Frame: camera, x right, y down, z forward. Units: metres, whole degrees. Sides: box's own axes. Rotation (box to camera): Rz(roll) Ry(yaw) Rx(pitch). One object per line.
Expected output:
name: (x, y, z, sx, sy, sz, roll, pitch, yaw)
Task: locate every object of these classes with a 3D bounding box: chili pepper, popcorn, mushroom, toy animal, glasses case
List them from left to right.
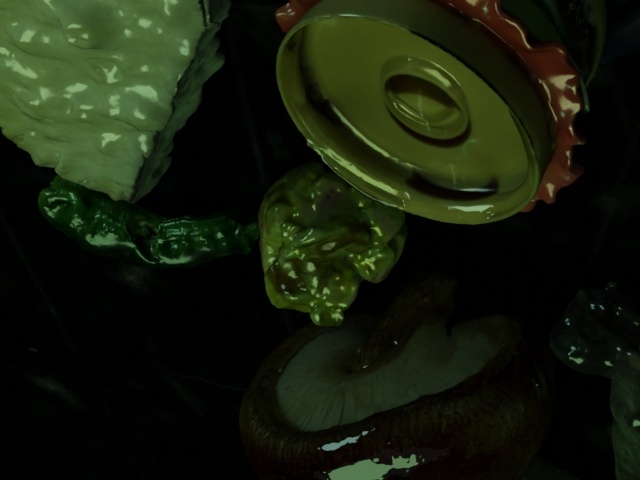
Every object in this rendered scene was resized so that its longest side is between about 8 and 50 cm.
chili pepper: (-0.119, -0.008, 1.158, 0.182, 0.050, 0.073, 8, 137, 21)
popcorn: (0.000, 0.000, 1.064, 0.097, 0.089, 0.109, 47, 146, -12)
mushroom: (0.055, 0.125, 1.099, 0.231, 0.194, 0.138, 6, 140, 50)
glasses case: (0.164, -0.116, 0.842, 0.033, 0.023, 0.083, 40, 145, -19)
toy animal: (0.251, 0.134, 1.068, 0.168, 0.106, 0.343, -6, 133, 41)

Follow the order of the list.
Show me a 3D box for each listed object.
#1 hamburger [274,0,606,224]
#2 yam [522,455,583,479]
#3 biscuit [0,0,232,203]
hamburger: (0.069, -0.103, 0.816, 0.175, 0.137, 0.175, 21, 146, 15)
yam: (0.141, 0.202, 1.251, 0.259, 0.093, 0.093, 28, 147, -5)
biscuit: (-0.147, -0.121, 0.960, 0.179, 0.084, 0.281, 13, 147, -5)
